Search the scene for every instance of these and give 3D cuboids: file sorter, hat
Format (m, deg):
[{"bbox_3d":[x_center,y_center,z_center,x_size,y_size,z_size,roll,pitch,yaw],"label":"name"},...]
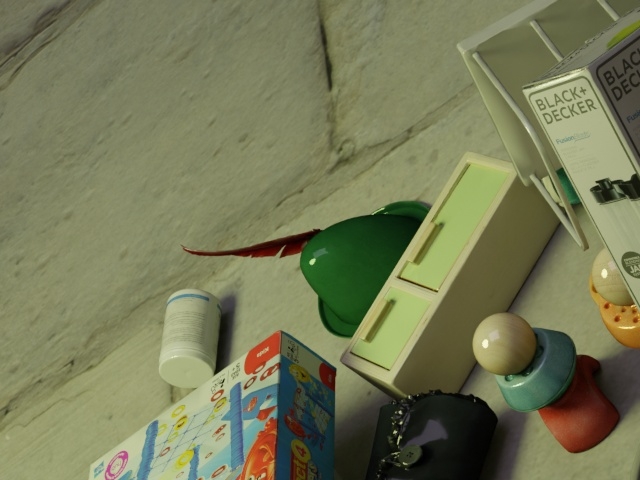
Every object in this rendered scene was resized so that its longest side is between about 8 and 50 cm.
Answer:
[{"bbox_3d":[0.312,-0.147,1.881,0.277,0.193,0.173,-29,40,2],"label":"file sorter"},{"bbox_3d":[0.000,0.000,2.199,0.208,0.183,0.173,-52,33,1],"label":"hat"}]

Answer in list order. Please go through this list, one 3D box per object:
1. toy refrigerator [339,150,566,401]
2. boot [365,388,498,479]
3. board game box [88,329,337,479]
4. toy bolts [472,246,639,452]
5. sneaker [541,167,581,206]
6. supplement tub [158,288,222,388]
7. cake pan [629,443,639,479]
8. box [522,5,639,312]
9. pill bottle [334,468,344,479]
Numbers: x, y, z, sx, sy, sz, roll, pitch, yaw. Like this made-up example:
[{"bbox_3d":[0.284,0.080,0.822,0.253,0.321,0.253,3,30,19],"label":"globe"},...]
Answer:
[{"bbox_3d":[0.139,0.043,2.072,0.102,0.094,0.269,21,77,56],"label":"toy refrigerator"},{"bbox_3d":[0.133,0.241,1.894,0.246,0.094,0.207,-5,50,38],"label":"boot"},{"bbox_3d":[-0.122,0.289,2.010,0.308,0.086,0.302,-37,30,27],"label":"board game box"},{"bbox_3d":[0.249,0.063,1.858,0.228,0.158,0.218,-43,35,15],"label":"toy bolts"},{"bbox_3d":[0.311,-0.161,2.050,0.110,0.107,0.275,16,74,42],"label":"sneaker"},{"bbox_3d":[-0.159,0.119,2.389,0.071,0.071,0.107,-28,40,33],"label":"supplement tub"},{"bbox_3d":[0.394,0.197,1.653,0.293,0.054,0.293,-32,38,29],"label":"cake pan"},{"bbox_3d":[0.317,-0.053,1.704,0.169,0.290,0.087,-34,11,-33],"label":"box"},{"bbox_3d":[-0.043,0.301,2.064,0.152,0.086,0.086,-42,35,15],"label":"pill bottle"}]
